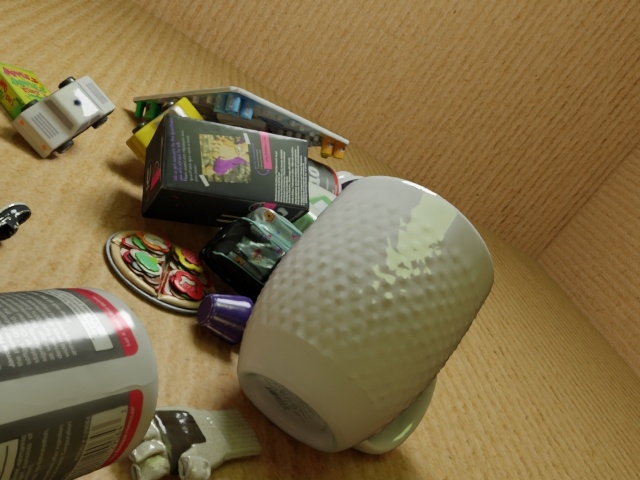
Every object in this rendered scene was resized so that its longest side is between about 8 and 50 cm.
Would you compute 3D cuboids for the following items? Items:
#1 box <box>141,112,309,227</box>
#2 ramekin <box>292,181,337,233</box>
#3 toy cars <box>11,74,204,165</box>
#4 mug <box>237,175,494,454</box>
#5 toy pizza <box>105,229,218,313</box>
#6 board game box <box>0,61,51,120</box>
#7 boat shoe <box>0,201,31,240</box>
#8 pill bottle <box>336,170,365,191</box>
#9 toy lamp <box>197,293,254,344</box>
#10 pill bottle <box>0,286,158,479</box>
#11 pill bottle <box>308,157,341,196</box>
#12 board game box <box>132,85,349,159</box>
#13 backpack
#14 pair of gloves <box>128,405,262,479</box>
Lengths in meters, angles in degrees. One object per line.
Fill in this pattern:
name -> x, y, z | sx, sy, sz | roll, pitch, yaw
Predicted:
box -> -0.172, -0.112, 1.183 | 0.270, 0.165, 0.143 | 8, 71, -24
ramekin -> 0.000, 0.000, 1.418 | 0.303, 0.148, 0.303 | 32, 18, -12
toy cars -> -0.368, -0.230, 1.230 | 0.393, 0.087, 0.176 | 4, 69, -42
mug -> 0.068, 0.151, 0.942 | 0.276, 0.328, 0.374 | 7, -44, 43
toy pizza -> -0.248, 0.042, 1.050 | 0.201, 0.032, 0.201 | 32, 19, -12
board game box -> -0.560, -0.270, 1.238 | 0.181, 0.043, 0.092 | 45, 20, 25
boat shoe -> -0.423, -0.017, 0.855 | 0.038, 0.046, 0.125 | 37, 21, 4
pill bottle -> 0.110, -0.046, 1.683 | 0.181, 0.181, 0.323 | 21, 23, -39
toy lamp -> -0.068, 0.148, 1.040 | 0.274, 0.080, 0.080 | 23, 22, -34
pill bottle -> -0.297, 0.132, 0.506 | 0.176, 0.176, 0.318 | 44, 19, 22
pill bottle -> -0.096, -0.143, 1.581 | 0.283, 0.161, 0.161 | 16, 27, -46
board game box -> -0.195, -0.271, 1.584 | 0.390, 0.050, 0.390 | 7, -6, 42
backpack -> -0.089, 0.041, 1.102 | 0.188, 0.144, 0.166 | 47, -20, -11
pair of gloves -> -0.108, 0.274, 0.716 | 0.204, 0.042, 0.240 | 16, 28, -47
